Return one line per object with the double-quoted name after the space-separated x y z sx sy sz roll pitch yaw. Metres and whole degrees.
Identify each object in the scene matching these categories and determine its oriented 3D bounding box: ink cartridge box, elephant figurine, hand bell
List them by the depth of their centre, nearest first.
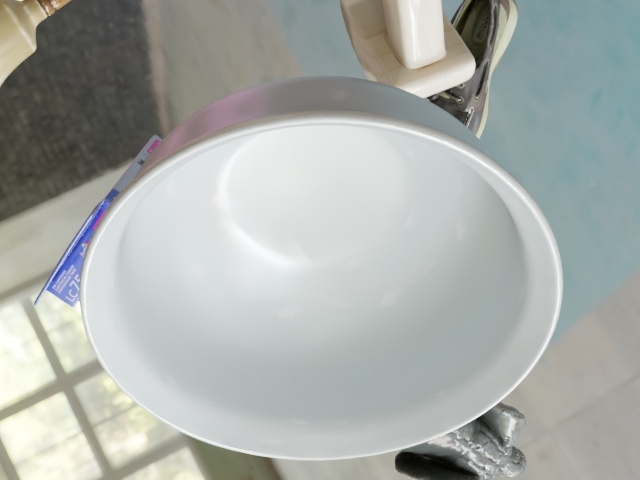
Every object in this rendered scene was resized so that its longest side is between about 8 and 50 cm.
-0.259 -0.235 1.278 0.126 0.242 0.126 54 173 10 "hand bell"
0.152 0.211 1.488 0.239 0.186 0.169 34 131 -3 "elephant figurine"
-0.313 -0.023 1.977 0.065 0.186 0.311 36 -154 -5 "ink cartridge box"

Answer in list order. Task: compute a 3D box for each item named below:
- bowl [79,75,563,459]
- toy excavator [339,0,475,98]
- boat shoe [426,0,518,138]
0.000 0.000 0.855 0.134 0.298 0.298 -91 -10 -47 "bowl"
0.019 -0.355 1.039 0.433 0.222 0.445 115 134 -79 "toy excavator"
0.156 -0.188 1.515 0.080 0.223 0.073 21 -179 34 "boat shoe"
